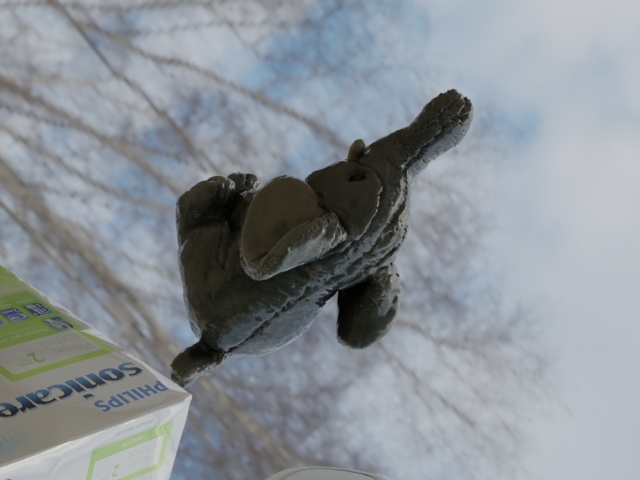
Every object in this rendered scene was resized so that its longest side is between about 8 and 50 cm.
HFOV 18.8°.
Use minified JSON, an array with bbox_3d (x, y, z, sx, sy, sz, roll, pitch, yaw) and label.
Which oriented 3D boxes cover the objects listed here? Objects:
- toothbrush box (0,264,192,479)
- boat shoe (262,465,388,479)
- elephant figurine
[{"bbox_3d":[-0.254,0.098,1.155,0.283,0.206,0.122,33,-60,30],"label":"toothbrush box"},{"bbox_3d":[-0.049,0.237,1.359,0.117,0.324,0.096,8,-80,26],"label":"boat shoe"},{"bbox_3d":[0.000,0.000,1.501,0.239,0.169,0.186,-12,-91,49],"label":"elephant figurine"}]
